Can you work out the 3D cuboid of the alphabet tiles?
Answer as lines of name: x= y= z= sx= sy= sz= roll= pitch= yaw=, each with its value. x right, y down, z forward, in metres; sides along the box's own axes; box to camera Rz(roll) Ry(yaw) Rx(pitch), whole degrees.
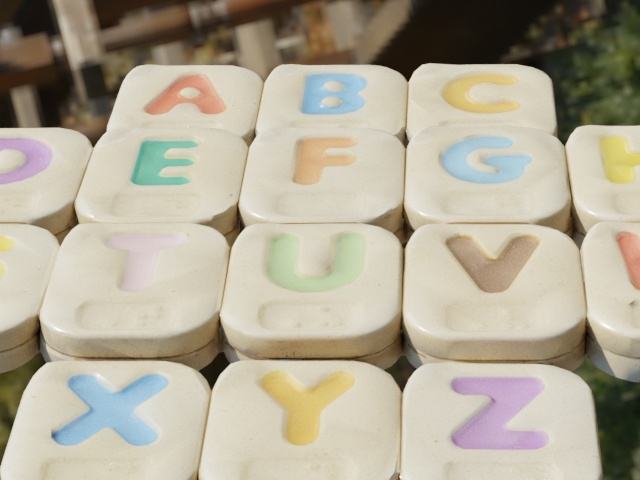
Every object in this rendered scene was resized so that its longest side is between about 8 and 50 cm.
alphabet tiles: x=0.000 y=0.000 z=0.626 sx=0.278 sy=0.284 sz=0.021 roll=-83 pitch=-9 yaw=-59
